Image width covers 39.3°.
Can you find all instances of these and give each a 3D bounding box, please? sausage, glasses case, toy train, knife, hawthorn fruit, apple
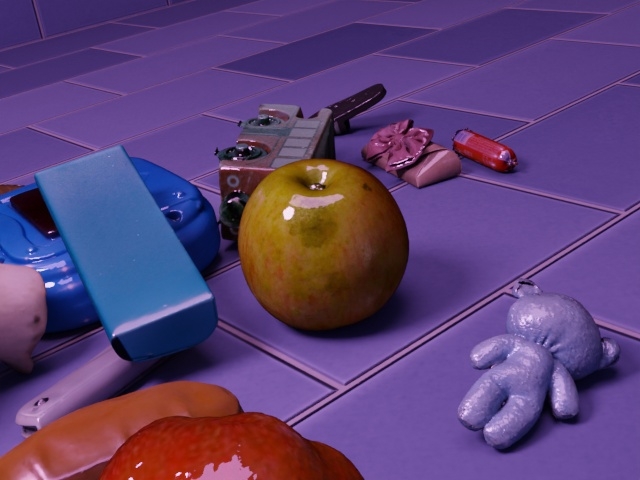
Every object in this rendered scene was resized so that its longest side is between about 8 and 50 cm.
[{"bbox_3d":[-0.167,0.192,0.712,0.241,0.120,0.136,-21,13,-25],"label":"sausage"},{"bbox_3d":[0.260,-0.136,1.381,0.050,0.048,0.145,23,8,-32],"label":"sausage"},{"bbox_3d":[0.125,-0.144,1.409,0.102,0.070,0.193,-19,26,-18],"label":"glasses case"},{"bbox_3d":[-0.062,-0.100,1.311,0.159,0.129,0.326,2,25,9],"label":"toy train"},{"bbox_3d":[-0.217,0.130,0.964,0.073,0.041,0.265,3,27,34],"label":"knife"},{"bbox_3d":[-0.226,0.010,1.017,0.117,0.070,0.301,-20,48,-18],"label":"glasses case"},{"bbox_3d":[-0.064,0.226,0.571,0.196,0.197,0.226,-3,52,12],"label":"hawthorn fruit"},{"bbox_3d":[0.000,0.000,0.997,0.195,0.196,0.196,-7,24,3],"label":"apple"}]

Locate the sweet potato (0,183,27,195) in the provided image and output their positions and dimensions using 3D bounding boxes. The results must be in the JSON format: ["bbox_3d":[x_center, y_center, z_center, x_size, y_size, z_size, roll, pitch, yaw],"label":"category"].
[{"bbox_3d":[-0.529,-0.030,1.382,0.285,0.085,0.112,-18,58,-45],"label":"sweet potato"}]

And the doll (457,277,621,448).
[{"bbox_3d":[0.191,0.122,0.827,0.120,0.075,0.180,40,65,10],"label":"doll"}]

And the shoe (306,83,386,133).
[{"bbox_3d":[0.048,-0.222,1.627,0.179,0.049,0.071,-24,29,23],"label":"shoe"}]

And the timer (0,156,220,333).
[{"bbox_3d":[-0.318,-0.008,1.210,0.309,0.115,0.340,-25,30,-27],"label":"timer"}]

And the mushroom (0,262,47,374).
[{"bbox_3d":[-0.463,0.073,0.916,0.336,0.315,0.314,5,11,-39],"label":"mushroom"}]
